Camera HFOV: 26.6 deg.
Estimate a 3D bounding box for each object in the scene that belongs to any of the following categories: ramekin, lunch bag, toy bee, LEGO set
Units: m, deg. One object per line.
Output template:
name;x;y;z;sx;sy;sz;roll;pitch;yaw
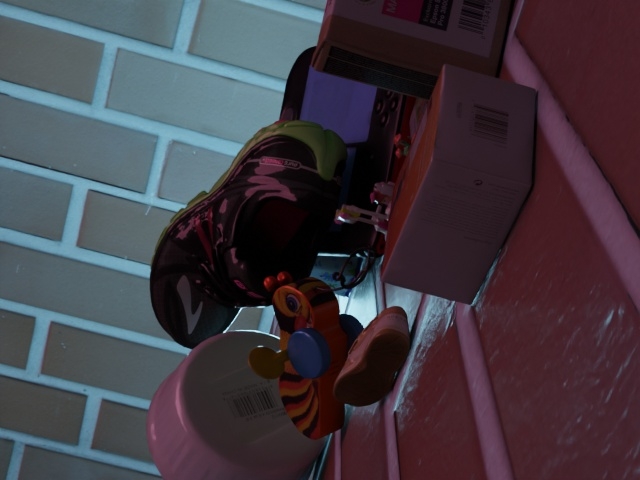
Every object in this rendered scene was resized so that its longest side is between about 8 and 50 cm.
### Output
ramekin;-0.117;0.272;2.076;0.135;0.277;0.277;122;164;-51
lunch bag;0.007;0.002;2.245;0.096;0.129;0.151;113;171;-56
toy bee;-0.010;0.117;1.896;0.195;0.162;0.298;10;-73;-51
LEGO set;0.089;-0.073;1.630;0.287;0.107;0.132;113;171;-61

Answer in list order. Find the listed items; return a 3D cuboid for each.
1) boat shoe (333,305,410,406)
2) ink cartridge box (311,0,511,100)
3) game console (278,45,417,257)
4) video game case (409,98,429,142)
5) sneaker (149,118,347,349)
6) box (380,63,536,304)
boat shoe;0.065;0.137;1.594;0.170;0.063;0.059;124;165;-48
ink cartridge box;0.111;-0.281;1.482;0.088;0.193;0.235;122;162;-73
game console;0.026;-0.145;2.073;0.386;0.060;0.342;1;75;61
video game case;0.158;-0.218;1.780;0.193;0.023;0.212;-86;12;-66
sneaker;-0.125;0.022;2.037;0.483;0.185;0.202;-53;29;40
box;0.124;-0.049;1.232;0.170;0.091;0.130;110;173;-46
